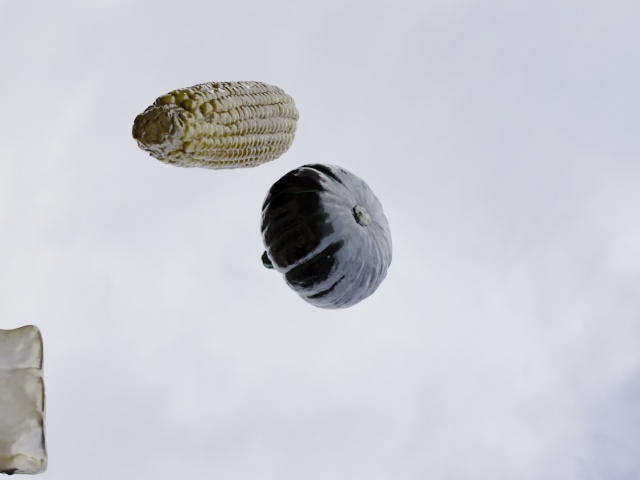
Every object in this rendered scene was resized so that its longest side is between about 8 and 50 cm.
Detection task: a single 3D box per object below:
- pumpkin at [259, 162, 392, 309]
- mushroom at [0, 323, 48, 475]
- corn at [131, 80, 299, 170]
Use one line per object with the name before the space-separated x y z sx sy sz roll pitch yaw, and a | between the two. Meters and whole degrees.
pumpkin | 0.010 -0.006 1.395 0.150 0.194 0.194 132 -37 -57
mushroom | -0.284 0.120 0.793 0.151 0.156 0.285 142 -53 -60
corn | -0.125 -0.147 1.436 0.119 0.322 0.119 6 -78 28
